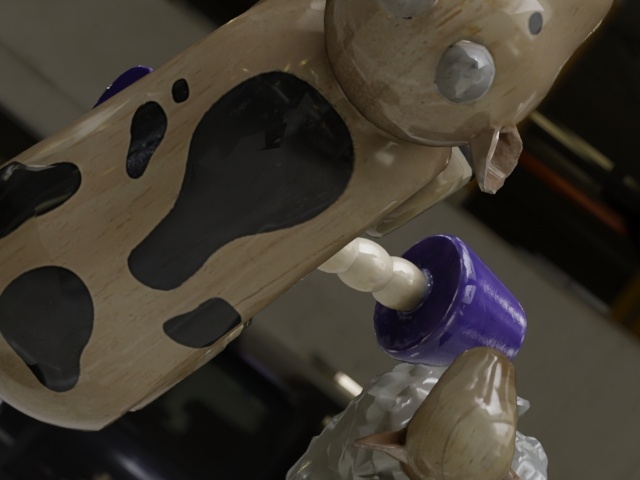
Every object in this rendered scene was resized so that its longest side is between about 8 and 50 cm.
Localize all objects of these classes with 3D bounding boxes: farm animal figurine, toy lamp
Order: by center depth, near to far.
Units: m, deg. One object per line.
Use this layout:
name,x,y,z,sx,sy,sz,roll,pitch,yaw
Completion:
farm animal figurine,-0.006,-0.065,0.573,0.330,0.327,0.172,39,13,4
toy lamp,0.000,0.000,1.053,0.275,0.080,0.080,28,4,-31
